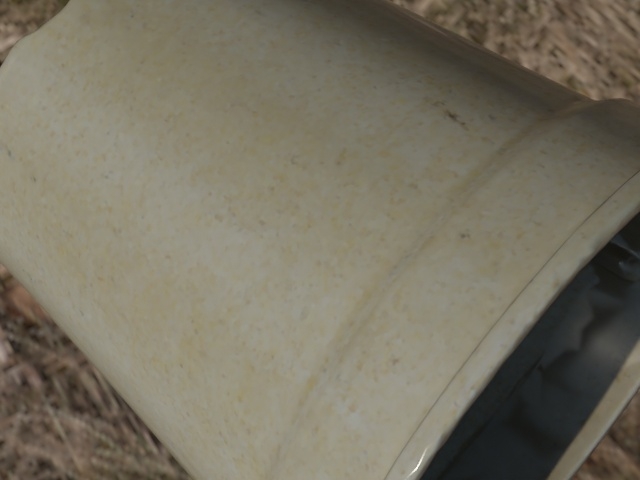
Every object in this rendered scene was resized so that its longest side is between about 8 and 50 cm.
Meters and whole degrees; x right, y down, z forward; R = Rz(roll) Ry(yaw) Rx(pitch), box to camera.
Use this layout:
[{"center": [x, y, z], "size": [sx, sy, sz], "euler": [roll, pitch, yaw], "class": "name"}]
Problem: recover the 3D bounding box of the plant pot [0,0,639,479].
[{"center": [0.000, 0.000, 0.872], "size": [0.334, 0.305, 0.334], "euler": [-43, 158, -22], "class": "plant pot"}]
